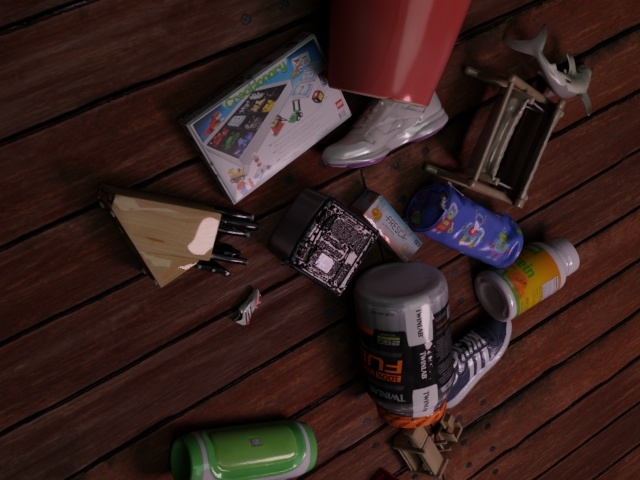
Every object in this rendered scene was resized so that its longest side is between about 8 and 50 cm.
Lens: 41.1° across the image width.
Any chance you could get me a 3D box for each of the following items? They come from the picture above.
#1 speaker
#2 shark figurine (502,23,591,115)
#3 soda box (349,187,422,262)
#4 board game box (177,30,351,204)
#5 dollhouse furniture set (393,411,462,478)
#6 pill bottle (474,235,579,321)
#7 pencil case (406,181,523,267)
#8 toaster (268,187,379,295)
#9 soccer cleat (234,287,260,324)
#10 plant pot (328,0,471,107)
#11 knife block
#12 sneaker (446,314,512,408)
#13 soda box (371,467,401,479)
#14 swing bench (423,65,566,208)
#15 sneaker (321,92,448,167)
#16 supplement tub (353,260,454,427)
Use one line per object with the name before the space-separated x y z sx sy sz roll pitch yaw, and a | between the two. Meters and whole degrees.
speaker | -0.159 0.455 1.808 0.297 0.131 0.131 0 107 -33
shark figurine | 0.529 -0.368 1.967 0.278 0.116 0.166 16 65 -44
soda box | 0.144 -0.032 1.864 0.063 0.058 0.183 -49 127 -8
board game box | -0.099 -0.235 1.635 0.305 0.053 0.193 -38 124 -15
dollhouse furniture set | 0.253 0.466 2.121 0.161 0.101 0.182 -56 130 -34
pill bottle | 0.512 0.086 2.095 0.246 0.136 0.136 -28 120 -22
pencil case | 0.334 -0.037 1.946 0.306 0.119 0.133 22 100 -37
toaster | 0.000 0.000 1.751 0.186 0.110 0.168 33 88 -37
soccer cleat | -0.150 0.136 1.756 0.036 0.029 0.083 16 103 -40
plant pot | 0.131 -0.385 1.590 0.275 0.275 0.243 5 102 -34
knife block | -0.246 -0.040 1.593 0.242 0.088 0.275 -37 123 -17
sneaker | 0.345 0.269 2.081 0.282 0.099 0.153 -52 128 -2
soda box | 0.118 0.699 2.104 0.263 0.083 0.092 -52 127 -7
swing bench | 0.409 -0.221 1.899 0.255 0.165 0.253 16 98 -36
sneaker | 0.117 -0.247 1.753 0.305 0.114 0.152 -29 107 -26
supplement tub | 0.189 0.233 1.900 0.207 0.207 0.338 -20 117 -25
